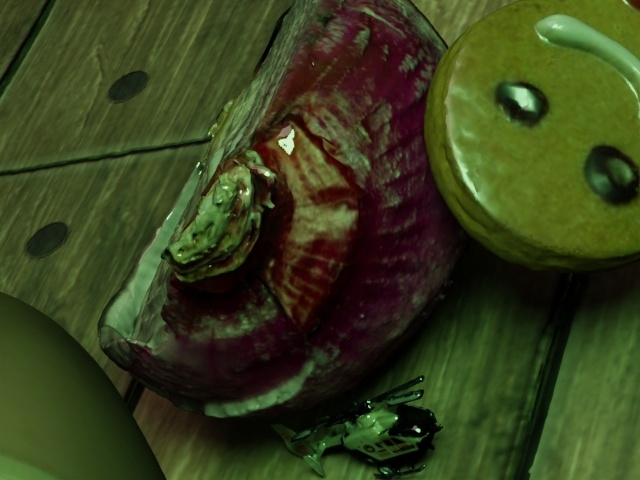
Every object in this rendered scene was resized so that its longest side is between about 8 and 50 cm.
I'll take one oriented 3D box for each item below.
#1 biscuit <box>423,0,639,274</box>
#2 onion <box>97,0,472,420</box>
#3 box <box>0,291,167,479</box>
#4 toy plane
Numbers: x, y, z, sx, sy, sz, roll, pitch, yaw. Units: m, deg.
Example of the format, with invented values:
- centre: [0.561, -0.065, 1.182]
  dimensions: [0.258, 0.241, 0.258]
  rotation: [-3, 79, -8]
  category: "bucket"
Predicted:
- centre: [0.212, -0.146, 1.062]
  dimensions: [0.432, 0.283, 0.064]
  rotation: [-46, -1, -31]
  category: "biscuit"
- centre: [0.000, 0.000, 1.050]
  dimensions: [0.267, 0.159, 0.349]
  rotation: [-59, 7, 13]
  category: "onion"
- centre: [-0.196, 0.171, 0.957]
  dimensions: [0.301, 0.301, 0.216]
  rotation: [-26, 31, 8]
  category: "box"
- centre: [0.025, 0.106, 1.073]
  dimensions: [0.120, 0.049, 0.031]
  rotation: [-21, 32, 44]
  category: "toy plane"
